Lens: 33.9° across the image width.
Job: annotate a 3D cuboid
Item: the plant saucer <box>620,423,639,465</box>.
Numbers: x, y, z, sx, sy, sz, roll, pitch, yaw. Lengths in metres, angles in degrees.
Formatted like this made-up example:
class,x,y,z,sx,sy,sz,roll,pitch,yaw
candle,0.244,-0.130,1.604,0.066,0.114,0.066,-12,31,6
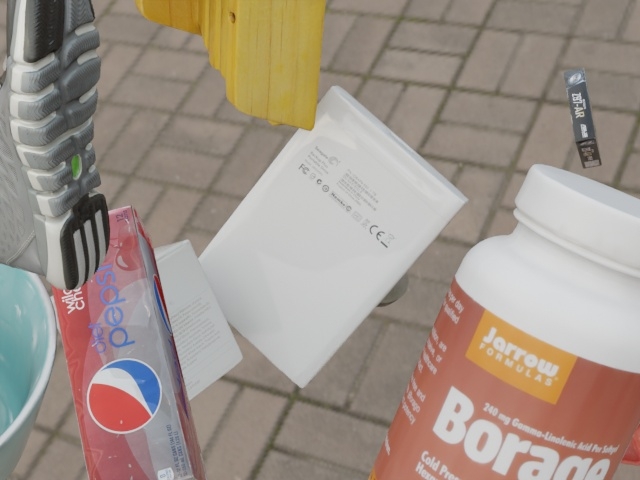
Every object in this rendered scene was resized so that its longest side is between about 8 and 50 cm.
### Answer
class,x,y,z,sx,sy,sz,roll,pitch,yaw
plant saucer,0.300,0.112,1.020,0.258,0.259,0.047,14,37,-30

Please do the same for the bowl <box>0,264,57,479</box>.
class,x,y,z,sx,sy,sz,roll,pitch,yaw
bowl,-0.392,0.150,0.972,0.312,0.163,0.311,2,48,-3

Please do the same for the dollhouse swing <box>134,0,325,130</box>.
class,x,y,z,sx,sy,sz,roll,pitch,yaw
dollhouse swing,-0.208,-0.306,1.297,0.305,0.315,0.347,-14,38,-27

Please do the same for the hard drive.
class,x,y,z,sx,sy,sz,roll,pitch,yaw
hard drive,0.000,0.000,1.431,0.233,0.047,0.353,42,110,7

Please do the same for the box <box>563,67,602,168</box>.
class,x,y,z,sx,sy,sz,roll,pitch,yaw
box,0.237,-0.108,0.946,0.018,0.083,0.067,-10,73,16

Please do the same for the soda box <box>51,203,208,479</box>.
class,x,y,z,sx,sy,sz,roll,pitch,yaw
soda box,-0.177,0.107,0.949,0.092,0.083,0.263,-16,68,-1

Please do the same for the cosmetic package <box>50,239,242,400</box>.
class,x,y,z,sx,sy,sz,roll,pitch,yaw
cosmetic package,-0.231,0.118,1.382,0.151,0.183,0.151,-12,15,42

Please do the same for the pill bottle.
class,x,y,z,sx,sy,sz,roll,pitch,yaw
pill bottle,0.115,0.075,0.571,0.121,0.121,0.216,31,107,35

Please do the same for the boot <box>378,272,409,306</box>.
class,x,y,z,sx,sy,sz,roll,pitch,yaw
boot,0.107,0.029,1.602,0.161,0.246,0.083,-27,65,30

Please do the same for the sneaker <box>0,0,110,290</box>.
class,x,y,z,sx,sy,sz,roll,pitch,yaw
sneaker,-0.219,-0.077,0.700,0.132,0.228,0.086,10,25,17
